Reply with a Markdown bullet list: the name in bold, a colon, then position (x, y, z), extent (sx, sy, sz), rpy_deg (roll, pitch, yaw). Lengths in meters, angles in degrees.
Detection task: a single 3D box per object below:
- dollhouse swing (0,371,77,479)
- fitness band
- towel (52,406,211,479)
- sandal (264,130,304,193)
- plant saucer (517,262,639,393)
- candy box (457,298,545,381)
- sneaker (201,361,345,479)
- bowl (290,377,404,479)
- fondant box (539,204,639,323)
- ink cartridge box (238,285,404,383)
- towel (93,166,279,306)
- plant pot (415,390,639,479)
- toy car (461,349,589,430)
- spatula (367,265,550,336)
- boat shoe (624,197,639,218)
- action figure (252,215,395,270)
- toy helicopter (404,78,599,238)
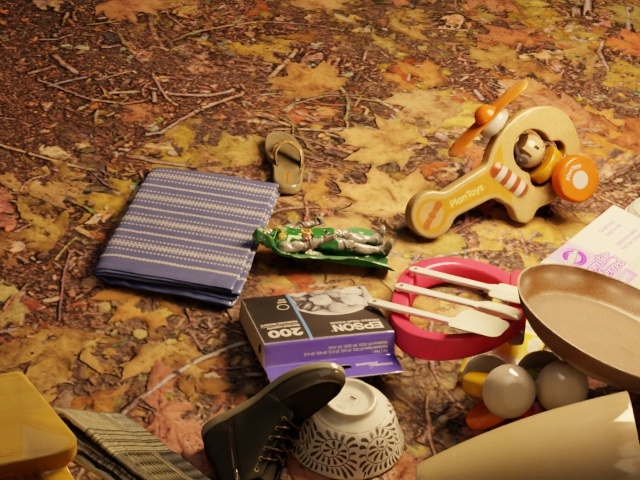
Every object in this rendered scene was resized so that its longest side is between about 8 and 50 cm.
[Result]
- **dollhouse swing**: position (-0.365, 0.373, 1.348), extent (0.315, 0.347, 0.305), rpy_deg (-9, 50, -20)
- **fitness band**: position (0.215, 0.103, 1.974), extent (0.209, 0.054, 0.291), rpy_deg (-1, 25, 11)
- **towel**: position (-0.172, 0.302, 1.495), extent (0.312, 0.324, 0.056), rpy_deg (35, 85, 10)
- **sandal**: position (-0.063, -0.150, 2.312), extent (0.072, 0.049, 0.180), rpy_deg (1, 37, -7)
- **plant saucer**: position (0.418, 0.133, 1.817), extent (0.310, 0.050, 0.310), rpy_deg (17, 23, -7)
- **candy box**: position (0.291, 0.163, 1.971), extent (0.105, 0.027, 0.206), rpy_deg (15, 38, 16)
- **sneaker**: position (-0.049, 0.259, 1.705), extent (0.222, 0.083, 0.118), rpy_deg (-33, 48, 11)
- **bowl**: position (0.037, 0.246, 1.781), extent (0.170, 0.080, 0.170), rpy_deg (4, 36, -3)
- **fondant box**: position (0.541, 0.096, 2.043), extent (0.330, 0.096, 0.238), rpy_deg (30, 43, 29)
- **ink cartridge box**: position (0.000, 0.140, 1.913), extent (0.206, 0.045, 0.208), rpy_deg (-5, 28, -16)
- **towel**: position (-0.215, -0.013, 2.129), extent (0.243, 0.040, 0.336), rpy_deg (9, 35, 6)
- **plant pot**: position (0.263, 0.332, 1.597), extent (0.274, 0.256, 0.256), rpy_deg (-8, 36, 9)
- **toy car**: position (0.289, 0.232, 1.798), extent (0.182, 0.136, 0.159), rpy_deg (-3, 3, -9)
- **spatula**: position (0.200, 0.089, 1.923), extent (0.242, 0.019, 0.168), rpy_deg (13, 32, 35)
- **boat shoe**: position (0.673, -0.003, 2.184), extent (0.320, 0.103, 0.118), rpy_deg (32, 44, 29)
- **action figure**: position (0.000, 0.000, 2.101), extent (0.232, 0.063, 0.137), rpy_deg (2, 25, -18)
- **toy helicopter**: position (0.295, -0.125, 2.213), extent (0.355, 0.235, 0.140), rpy_deg (-29, 18, -16)
